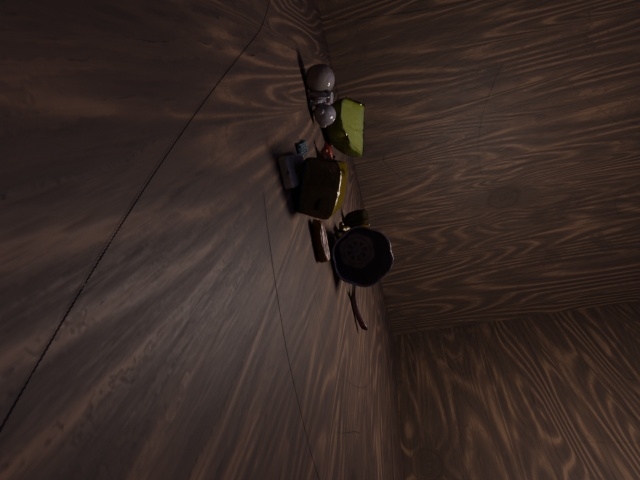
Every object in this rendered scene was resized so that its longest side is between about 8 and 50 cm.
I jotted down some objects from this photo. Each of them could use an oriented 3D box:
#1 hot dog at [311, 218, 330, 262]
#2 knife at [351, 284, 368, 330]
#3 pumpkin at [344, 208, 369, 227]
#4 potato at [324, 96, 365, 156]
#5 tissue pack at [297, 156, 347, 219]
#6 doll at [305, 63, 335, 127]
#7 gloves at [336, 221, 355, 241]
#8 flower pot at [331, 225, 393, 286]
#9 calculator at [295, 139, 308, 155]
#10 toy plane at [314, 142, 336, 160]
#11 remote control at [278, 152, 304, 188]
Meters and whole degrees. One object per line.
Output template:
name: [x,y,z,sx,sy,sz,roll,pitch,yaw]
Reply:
hot dog: [0.000,0.000,1.538,0.071,0.045,0.165,-13,92,-77]
knife: [0.186,0.323,2.109,0.123,0.053,0.278,-68,146,-77]
pumpkin: [0.196,-0.081,2.406,0.248,0.126,0.131,97,-19,-62]
potato: [0.097,-0.630,2.304,0.280,0.212,0.330,19,69,-56]
tissue pack: [0.015,-0.186,1.439,0.271,0.134,0.192,-52,152,-75]
doll: [0.010,-0.682,1.997,0.151,0.151,0.287,-16,98,-78]
gloves: [0.138,-0.008,2.068,0.203,0.124,0.164,72,-7,-65]
flower pot: [0.180,0.063,1.884,0.243,0.265,0.265,-69,148,-87]
calculator: [-0.068,-0.353,1.614,0.172,0.018,0.057,-70,149,-71]
toy plane: [0.029,-0.356,1.957,0.126,0.077,0.194,10,79,-68]
remote control: [-0.085,-0.231,1.372,0.250,0.034,0.103,-60,138,-73]
